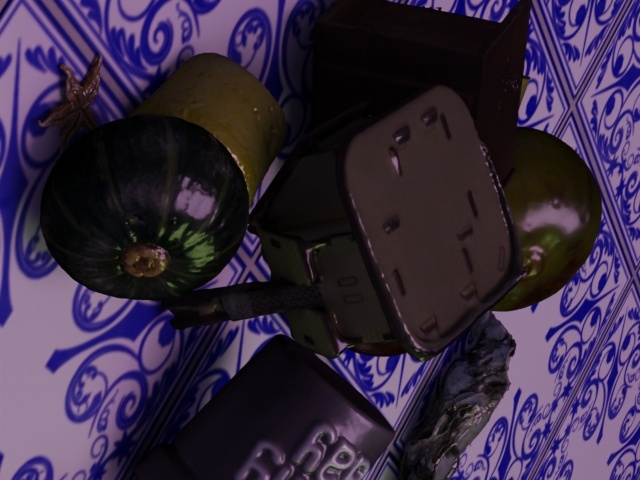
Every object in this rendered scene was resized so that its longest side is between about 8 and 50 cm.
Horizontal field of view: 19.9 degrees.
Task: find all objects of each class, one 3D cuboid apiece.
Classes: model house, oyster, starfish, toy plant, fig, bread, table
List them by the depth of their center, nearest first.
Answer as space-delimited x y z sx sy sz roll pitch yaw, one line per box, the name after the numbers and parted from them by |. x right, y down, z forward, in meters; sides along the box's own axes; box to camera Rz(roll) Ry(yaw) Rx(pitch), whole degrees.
-0.190 -0.105 1.443 0.086 0.016 0.092 -53 143 -24 | starfish
-0.092 -0.083 1.545 0.129 0.111 0.114 83 30 -49 | bread
0.000 0.000 1.623 0.218 0.279 0.205 -33 106 -50 | model house
-0.113 0.280 1.672 0.400 0.185 0.279 -51 165 2 | toy plant
0.090 -0.128 1.729 0.172 0.169 0.193 -50 149 -54 | table
0.208 -0.039 2.046 0.203 0.203 0.225 79 2 -46 | fig
0.165 0.228 2.224 0.199 0.087 0.252 -30 141 -63 | oyster

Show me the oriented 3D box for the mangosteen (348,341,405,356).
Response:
0.079 0.029 1.823 0.200 0.200 0.200 -40 141 -43 | mangosteen

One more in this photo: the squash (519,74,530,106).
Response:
0.136 -0.108 1.913 0.123 0.123 0.186 18 92 -62 | squash

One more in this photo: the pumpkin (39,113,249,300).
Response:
-0.137 -0.026 1.443 0.125 0.167 0.167 -78 165 -44 | pumpkin
